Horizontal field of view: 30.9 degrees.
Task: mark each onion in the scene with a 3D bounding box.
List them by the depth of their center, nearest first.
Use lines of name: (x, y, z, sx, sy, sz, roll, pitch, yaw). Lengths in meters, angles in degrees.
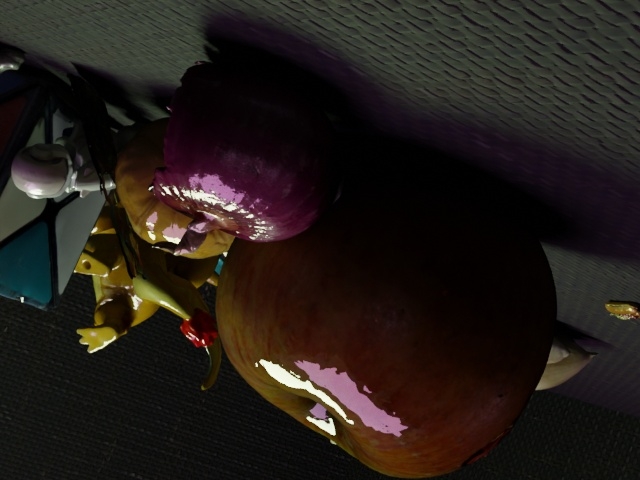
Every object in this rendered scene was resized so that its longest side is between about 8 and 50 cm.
onion: (-0.066, -0.081, 1.146, 0.201, 0.200, 0.207, 20, 140, 8)

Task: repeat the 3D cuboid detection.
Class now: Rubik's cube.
Rubik's cube: (-0.510, -0.097, 1.725, 0.305, 0.306, 0.310, 20, 172, 17)

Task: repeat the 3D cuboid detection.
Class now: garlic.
garlic: (0.356, 0.198, 2.221, 0.325, 0.132, 0.279, 25, -178, 14)

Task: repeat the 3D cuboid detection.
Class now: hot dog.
hot dog: (0.433, 0.100, 1.648, 0.037, 0.021, 0.083, 24, 172, -11)

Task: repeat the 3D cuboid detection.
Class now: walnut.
walnut: (-0.170, -0.068, 1.493, 0.193, 0.193, 0.226, 22, 176, -8)

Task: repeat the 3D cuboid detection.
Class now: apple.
apple: (0.084, 0.078, 1.347, 0.400, 0.333, 0.400, 33, 162, 12)

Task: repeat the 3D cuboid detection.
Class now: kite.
kite: (-0.273, -0.077, 1.500, 0.015, 0.285, 0.152, -20, 168, 5)

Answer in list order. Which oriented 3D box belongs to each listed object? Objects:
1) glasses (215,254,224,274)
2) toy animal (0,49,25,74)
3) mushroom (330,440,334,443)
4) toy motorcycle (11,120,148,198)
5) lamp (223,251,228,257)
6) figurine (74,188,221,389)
glasses: (-0.188, 0.009, 2.393, 0.239, 0.102, 0.207, 33, 144, 3)
toy animal: (-0.480, -0.248, 1.413, 0.255, 0.089, 0.170, 29, 173, -36)
mushroom: (0.132, 0.182, 2.060, 0.315, 0.356, 0.315, -10, -168, 2)
toy motorcycle: (-0.310, -0.107, 1.607, 0.112, 0.112, 0.254, 16, -157, 35)
lamp: (-0.089, 0.036, 1.844, 0.089, 0.090, 0.325, 11, 139, 50)
figurine: (-0.287, 0.047, 2.048, 0.268, 0.400, 0.387, -17, -163, 19)
